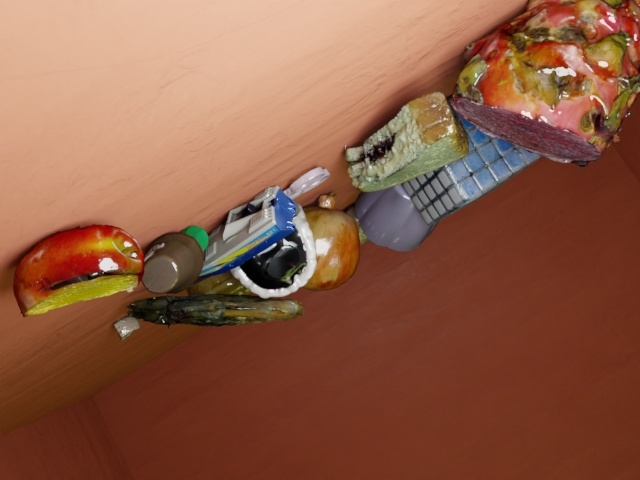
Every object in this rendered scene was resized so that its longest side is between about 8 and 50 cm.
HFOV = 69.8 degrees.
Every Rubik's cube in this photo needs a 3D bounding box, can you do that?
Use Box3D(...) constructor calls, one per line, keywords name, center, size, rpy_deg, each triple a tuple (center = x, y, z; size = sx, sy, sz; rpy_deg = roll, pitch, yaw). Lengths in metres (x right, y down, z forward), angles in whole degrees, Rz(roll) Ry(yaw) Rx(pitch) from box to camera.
Box3D(name="Rubik's cube", center=(0.338, -0.206, 1.134), size=(0.237, 0.237, 0.238), rpy_deg=(-28, 172, -14))

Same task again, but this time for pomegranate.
Box3D(name="pomegranate", center=(0.000, 0.000, 1.283), size=(0.252, 0.229, 0.270), rpy_deg=(-18, 123, -58))

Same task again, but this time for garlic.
Box3D(name="garlic", center=(0.157, -0.062, 1.794), size=(0.228, 0.152, 0.228), rpy_deg=(-24, 170, -4))

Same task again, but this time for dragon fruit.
Box3D(name="dragon fruit", center=(0.400, -0.301, 0.785), size=(0.263, 0.296, 0.314), rpy_deg=(-67, 161, 10))

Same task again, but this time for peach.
Box3D(name="peach", center=(-0.329, 0.034, 0.620), size=(0.172, 0.092, 0.127), rpy_deg=(-19, 168, -1))

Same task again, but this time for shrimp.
Box3D(name="shrimp", center=(-0.262, 0.165, 1.069), size=(0.445, 0.085, 0.272), rpy_deg=(-2, 172, 11))

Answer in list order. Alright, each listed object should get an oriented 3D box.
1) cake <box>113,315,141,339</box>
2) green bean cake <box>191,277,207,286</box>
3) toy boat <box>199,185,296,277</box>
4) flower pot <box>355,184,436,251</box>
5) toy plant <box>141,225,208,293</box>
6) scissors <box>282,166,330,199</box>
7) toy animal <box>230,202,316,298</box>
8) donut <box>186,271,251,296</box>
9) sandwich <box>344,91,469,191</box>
Box3D(name="cake", center=(-0.594, 0.269, 1.367), size=(0.121, 0.052, 0.065), rpy_deg=(-35, 177, 39))
Box3D(name="green bean cake", center=(-0.313, 0.073, 1.112), size=(0.135, 0.056, 0.136), rpy_deg=(-30, 174, -17))
Box3D(name="toy boat", center=(-0.190, 0.001, 0.945), size=(0.295, 0.088, 0.129), rpy_deg=(-30, -146, 22))
Box3D(name="flower pot", center=(0.263, -0.131, 1.365), size=(0.265, 0.265, 0.243), rpy_deg=(-28, 165, -23))
Box3D(name="toy plant", center=(-0.272, 0.034, 0.868), size=(0.143, 0.105, 0.200), rpy_deg=(-52, -170, 9))
Box3D(name="scissors", center=(-0.088, -0.088, 1.012), size=(0.242, 0.030, 0.118), rpy_deg=(-31, 178, 13))
Box3D(name="toy animal", center=(-0.104, 0.027, 1.065), size=(0.208, 0.156, 0.204), rpy_deg=(-29, -158, -1))
Box3D(name="donut", center=(-0.248, 0.099, 1.290), size=(0.261, 0.128, 0.208), rpy_deg=(-27, 171, -27))
Box3D(name="sandwich", center=(0.153, -0.175, 0.894), size=(0.254, 0.100, 0.288), rpy_deg=(-15, 177, 21))
